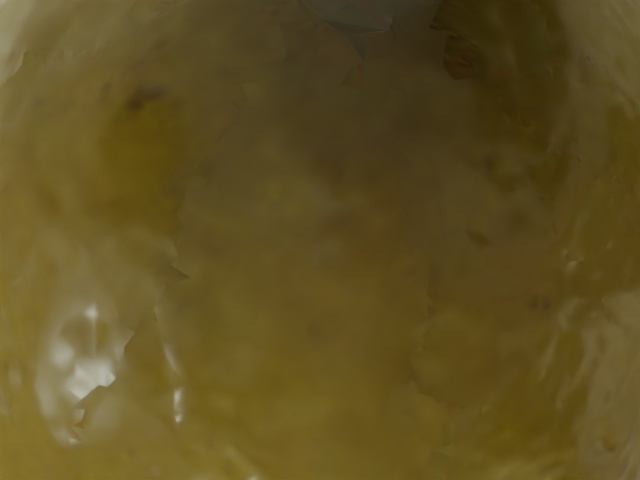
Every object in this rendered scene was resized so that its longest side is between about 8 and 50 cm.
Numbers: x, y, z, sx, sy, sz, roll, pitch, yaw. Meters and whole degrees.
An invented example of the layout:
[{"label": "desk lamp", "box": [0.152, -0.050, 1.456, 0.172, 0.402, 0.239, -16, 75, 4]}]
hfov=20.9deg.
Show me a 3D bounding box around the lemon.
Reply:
[{"label": "lemon", "box": [-0.001, 0.000, 0.609, 0.297, 0.297, 0.297, 40, -143, -39]}]
